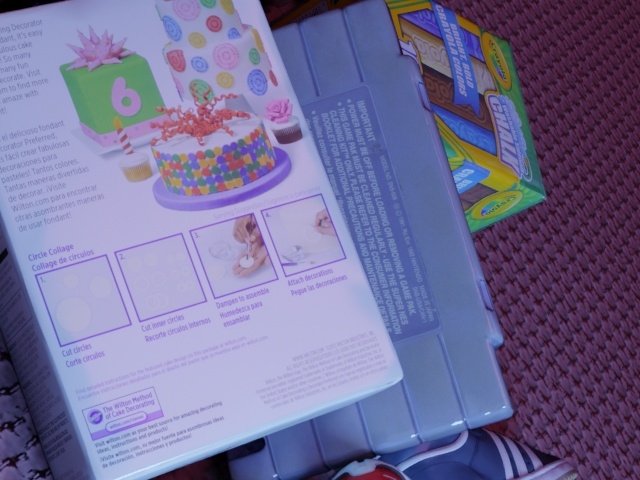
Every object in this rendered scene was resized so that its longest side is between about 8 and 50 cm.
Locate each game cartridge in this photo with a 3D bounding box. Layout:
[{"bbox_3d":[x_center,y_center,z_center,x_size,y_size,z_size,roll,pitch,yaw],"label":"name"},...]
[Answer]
[{"bbox_3d":[0.000,0.000,1.236,0.068,0.230,0.355,70,5,-74],"label":"game cartridge"}]

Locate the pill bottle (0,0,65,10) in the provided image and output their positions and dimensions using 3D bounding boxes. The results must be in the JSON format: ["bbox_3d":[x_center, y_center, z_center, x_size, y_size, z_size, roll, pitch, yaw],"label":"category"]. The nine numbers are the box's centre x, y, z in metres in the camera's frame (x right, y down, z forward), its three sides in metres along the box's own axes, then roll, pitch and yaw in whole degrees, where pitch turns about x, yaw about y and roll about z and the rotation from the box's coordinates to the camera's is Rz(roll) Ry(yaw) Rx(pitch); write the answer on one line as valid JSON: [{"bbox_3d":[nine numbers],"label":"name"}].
[{"bbox_3d":[-0.195,-0.229,1.196,0.219,0.123,0.122,7,62,-38],"label":"pill bottle"}]

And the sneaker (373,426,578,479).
[{"bbox_3d":[0.123,0.189,1.376,0.153,0.099,0.282,49,20,17],"label":"sneaker"}]

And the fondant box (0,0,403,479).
[{"bbox_3d":[-0.115,-0.010,1.104,0.238,0.096,0.330,-17,82,-27],"label":"fondant box"}]

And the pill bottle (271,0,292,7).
[{"bbox_3d":[-0.069,-0.393,1.445,0.334,0.188,0.188,58,33,-9],"label":"pill bottle"}]

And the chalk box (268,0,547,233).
[{"bbox_3d":[0.082,-0.099,1.461,0.289,0.180,0.179,19,53,-46],"label":"chalk box"}]

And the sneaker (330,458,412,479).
[{"bbox_3d":[0.045,0.301,1.135,0.118,0.107,0.279,-178,-103,-88],"label":"sneaker"}]
